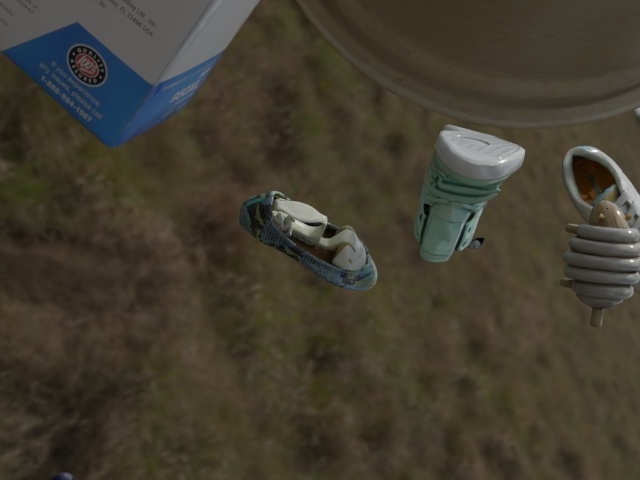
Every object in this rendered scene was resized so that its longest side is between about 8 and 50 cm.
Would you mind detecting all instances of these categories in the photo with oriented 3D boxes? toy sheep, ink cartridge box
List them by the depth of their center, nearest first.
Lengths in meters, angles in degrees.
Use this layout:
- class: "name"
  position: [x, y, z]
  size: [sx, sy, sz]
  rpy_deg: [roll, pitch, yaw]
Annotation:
- class: "ink cartridge box"
  position: [-0.166, -0.333, 1.341]
  size: [0.285, 0.395, 0.166]
  rpy_deg: [42, 30, 4]
- class: "toy sheep"
  position: [0.292, 0.024, 1.484]
  size: [0.091, 0.091, 0.132]
  rpy_deg: [-31, 122, -78]

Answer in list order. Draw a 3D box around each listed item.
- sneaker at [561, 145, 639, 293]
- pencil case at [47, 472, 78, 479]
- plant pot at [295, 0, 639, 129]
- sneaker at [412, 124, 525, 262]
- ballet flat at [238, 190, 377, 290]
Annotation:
- class: "sneaker"
  position: [0.371, -0.019, 1.765]
  size: [0.228, 0.087, 0.092]
  rpy_deg: [54, 9, 24]
- class: "pencil case"
  position: [-0.043, 0.310, 0.816]
  size: [0.410, 0.183, 0.160]
  rpy_deg: [52, 50, -30]
- class: "plant pot"
  position: [0.121, -0.218, 0.688]
  size: [0.305, 0.334, 0.333]
  rpy_deg: [-79, 146, -85]
- class: "sneaker"
  position: [0.154, -0.041, 1.545]
  size: [0.256, 0.094, 0.151]
  rpy_deg: [-61, 165, -82]
- class: "ballet flat"
  position: [0.000, 0.000, 1.571]
  size: [0.188, 0.070, 0.070]
  rpy_deg: [24, 35, -27]
